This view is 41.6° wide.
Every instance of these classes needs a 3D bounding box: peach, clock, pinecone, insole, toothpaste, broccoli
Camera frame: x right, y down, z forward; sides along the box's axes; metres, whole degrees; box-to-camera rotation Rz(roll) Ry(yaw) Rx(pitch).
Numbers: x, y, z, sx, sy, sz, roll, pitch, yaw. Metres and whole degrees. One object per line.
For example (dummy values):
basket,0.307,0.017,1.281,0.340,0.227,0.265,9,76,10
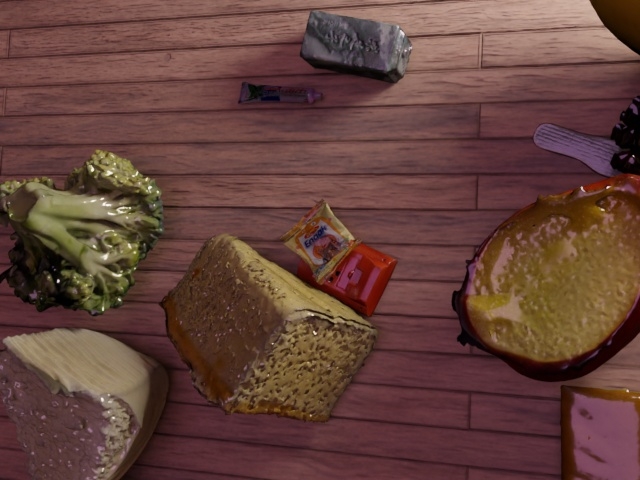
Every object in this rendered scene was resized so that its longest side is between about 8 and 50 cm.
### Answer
peach,0.391,0.052,1.299,0.257,0.201,0.362,43,111,25
clock,0.042,0.052,1.494,0.155,0.061,0.113,26,92,20
pinecone,0.539,-0.139,1.274,0.221,0.221,0.222,-1,85,18
insole,0.446,-0.150,1.405,0.188,0.004,0.064,23,92,18
toothpaste,-0.076,-0.273,1.574,0.169,0.028,0.045,6,81,22
broccoli,-0.457,-0.017,1.542,0.347,0.281,0.294,-24,67,16

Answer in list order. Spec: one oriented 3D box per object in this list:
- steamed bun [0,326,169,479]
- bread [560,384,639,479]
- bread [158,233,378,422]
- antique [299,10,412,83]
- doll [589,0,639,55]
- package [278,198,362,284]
steamed bun,-0.446,0.319,1.539,0.290,0.273,0.272,28,110,25
bread,0.451,0.410,1.323,0.138,0.077,0.362,-1,86,19
bread,-0.095,0.159,1.503,0.249,0.279,0.315,-58,34,14
antique,0.067,-0.343,1.501,0.182,0.086,0.088,14,91,19
doll,0.585,-0.301,1.206,0.423,0.348,0.161,28,98,-19
package,0.001,0.001,1.473,0.108,0.031,0.121,-43,63,-1
